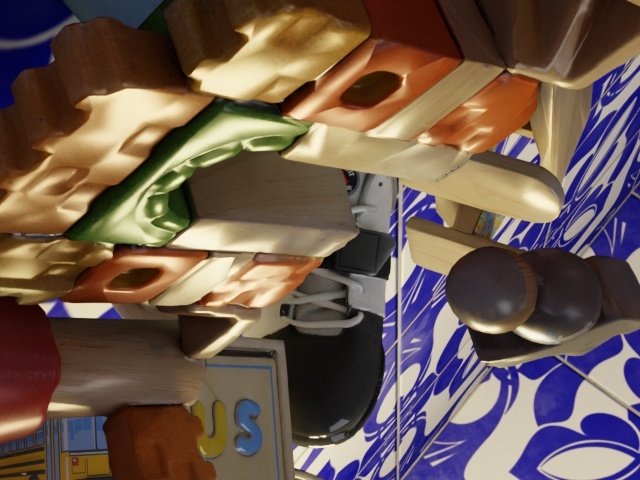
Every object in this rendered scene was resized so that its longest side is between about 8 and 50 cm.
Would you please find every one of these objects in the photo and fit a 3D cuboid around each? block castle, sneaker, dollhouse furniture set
[{"bbox_3d":[-0.003,0.062,0.424,0.213,0.303,0.453,6,147,-45],"label":"block castle"},{"bbox_3d":[0.000,0.000,0.914,0.146,0.123,0.330,88,7,-53],"label":"sneaker"},{"bbox_3d":[0.246,-0.183,0.954,0.362,0.257,0.394,-62,157,-25],"label":"dollhouse furniture set"}]

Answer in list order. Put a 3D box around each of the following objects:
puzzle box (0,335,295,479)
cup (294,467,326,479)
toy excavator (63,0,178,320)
[{"bbox_3d":[-0.153,0.182,0.664,0.052,0.272,0.409,-14,166,35],"label":"puzzle box"},{"bbox_3d":[-0.087,0.402,1.305,0.331,0.331,0.237,-52,-172,-5],"label":"cup"},{"bbox_3d":[-0.046,-0.110,0.659,0.445,0.222,0.433,-43,165,12],"label":"toy excavator"}]
